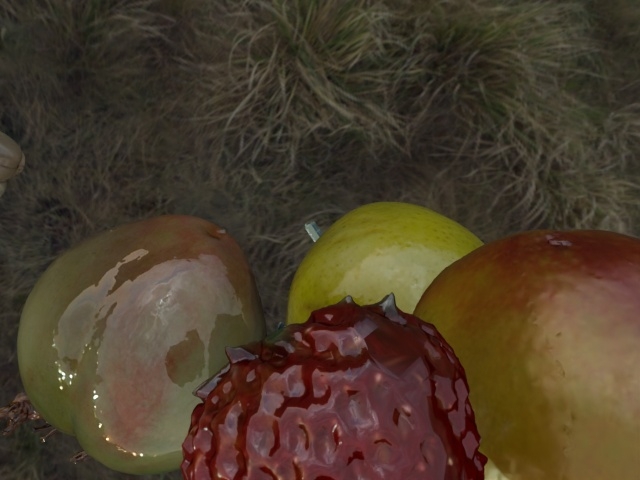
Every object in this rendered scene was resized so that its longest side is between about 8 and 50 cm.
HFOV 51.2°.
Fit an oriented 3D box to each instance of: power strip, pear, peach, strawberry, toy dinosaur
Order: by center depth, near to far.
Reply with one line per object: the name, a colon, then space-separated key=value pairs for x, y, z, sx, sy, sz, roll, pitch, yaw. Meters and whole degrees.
strawberry: x=0.024 y=0.170 z=0.422 sx=0.205 sy=0.205 sz=0.244 roll=-15 pitch=65 yaw=-19
peach: x=0.230 y=0.171 z=0.630 sx=0.290 sy=0.372 sz=0.373 roll=16 pitch=84 yaw=-36
peach: x=-0.195 y=0.107 z=0.760 sx=0.247 sy=0.292 sz=0.292 roll=20 pitch=81 yaw=-46
pear: x=0.122 y=0.131 z=1.052 sx=0.362 sy=0.418 sz=0.362 roll=-13 pitch=137 yaw=-13
power strip: x=0.000 y=0.000 z=1.356 sx=0.016 sy=0.040 sz=0.090 roll=-34 pitch=91 yaw=15
toy dinosaur: x=-0.512 y=0.388 z=1.528 sx=0.432 sy=0.097 sz=0.208 roll=-15 pitch=102 yaw=-30

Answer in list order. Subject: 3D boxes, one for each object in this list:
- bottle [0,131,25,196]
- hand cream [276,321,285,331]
bottle: x=-0.569 y=-0.085 z=1.093 sx=0.209 sy=0.110 sz=0.097 roll=-47 pitch=67 yaw=9
hand cream: x=-0.096 y=0.246 z=1.680 sx=0.075 sy=0.248 sz=0.052 roll=-33 pitch=96 yaw=-13
